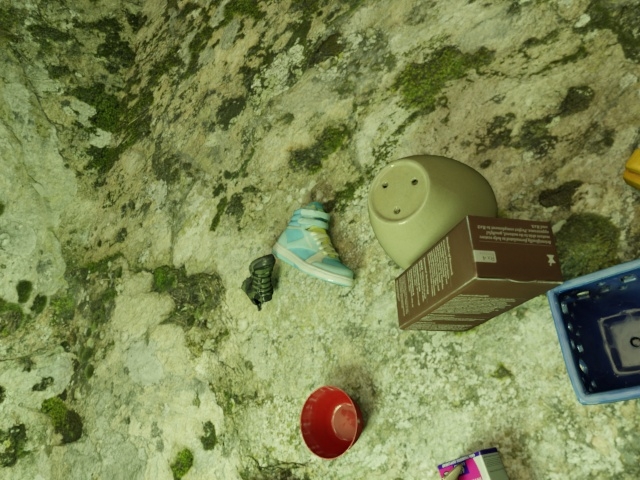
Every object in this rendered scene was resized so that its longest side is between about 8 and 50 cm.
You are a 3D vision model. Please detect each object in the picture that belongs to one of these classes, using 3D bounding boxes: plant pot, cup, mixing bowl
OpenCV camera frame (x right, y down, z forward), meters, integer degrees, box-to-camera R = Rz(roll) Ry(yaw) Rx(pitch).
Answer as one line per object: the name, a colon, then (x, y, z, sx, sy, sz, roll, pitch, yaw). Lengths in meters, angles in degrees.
plant pot: (0.604, 0.183, 1.047, 0.235, 0.212, 0.236, -22, 64, 30)
cup: (0.252, -0.089, 1.385, 0.330, 0.237, 0.332, -13, 67, 33)
mixing bowl: (0.046, 0.482, 1.436, 0.181, 0.098, 0.182, -13, 67, 34)

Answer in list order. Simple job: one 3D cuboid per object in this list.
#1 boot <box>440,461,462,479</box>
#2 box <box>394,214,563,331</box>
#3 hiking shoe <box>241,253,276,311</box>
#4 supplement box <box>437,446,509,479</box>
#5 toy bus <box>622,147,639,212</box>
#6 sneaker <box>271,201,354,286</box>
boot: (0.283, 0.541, 1.139, 0.087, 0.042, 0.118, 47, 108, 31)
box: (0.318, 0.088, 1.178, 0.381, 0.190, 0.143, 126, 146, -63)
hiking shoe: (-0.175, 0.131, 1.701, 0.114, 0.086, 0.227, 56, 145, 20)
supplement box: (0.358, 0.576, 1.164, 0.111, 0.113, 0.220, -33, 60, 25)
toy bus: (0.770, -0.066, 1.075, 0.332, 0.108, 0.130, 34, 98, 38)
sneaker: (0.000, 0.000, 1.615, 0.318, 0.127, 0.208, 25, 92, 38)
